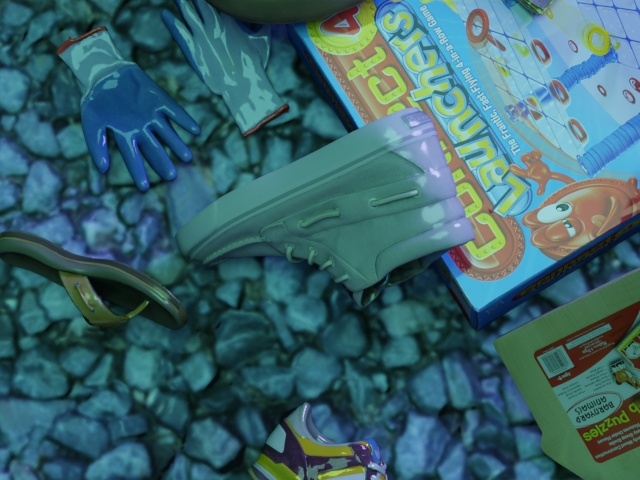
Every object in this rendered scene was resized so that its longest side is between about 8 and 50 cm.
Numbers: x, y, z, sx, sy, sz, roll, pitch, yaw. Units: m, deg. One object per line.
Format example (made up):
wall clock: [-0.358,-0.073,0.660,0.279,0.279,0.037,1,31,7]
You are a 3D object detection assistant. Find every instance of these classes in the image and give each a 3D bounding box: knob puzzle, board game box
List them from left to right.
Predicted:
board game box: [0.174,-0.136,1.472,0.302,0.086,0.308,-32,77,-4]
knob puzzle: [0.257,0.124,1.406,0.213,0.030,0.213,7,108,22]

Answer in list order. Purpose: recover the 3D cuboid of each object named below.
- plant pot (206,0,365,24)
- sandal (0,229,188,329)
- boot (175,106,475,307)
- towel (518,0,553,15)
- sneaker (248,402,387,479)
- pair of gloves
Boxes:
plant pot: [-0.019,-0.299,1.461,0.237,0.110,0.237,-10,52,14]
sandal: [-0.191,0.042,1.464,0.180,0.072,0.049,19,69,14]
boot: [0.000,0.000,1.410,0.258,0.095,0.123,-26,85,37]
towel: [0.167,-0.227,1.442,0.060,0.009,0.083,-44,79,-5]
sneaker: [0.036,0.204,1.414,0.185,0.069,0.084,34,87,9]
pair of gloves: [-0.121,-0.141,1.526,0.198,0.023,0.159,-30,78,-2]
